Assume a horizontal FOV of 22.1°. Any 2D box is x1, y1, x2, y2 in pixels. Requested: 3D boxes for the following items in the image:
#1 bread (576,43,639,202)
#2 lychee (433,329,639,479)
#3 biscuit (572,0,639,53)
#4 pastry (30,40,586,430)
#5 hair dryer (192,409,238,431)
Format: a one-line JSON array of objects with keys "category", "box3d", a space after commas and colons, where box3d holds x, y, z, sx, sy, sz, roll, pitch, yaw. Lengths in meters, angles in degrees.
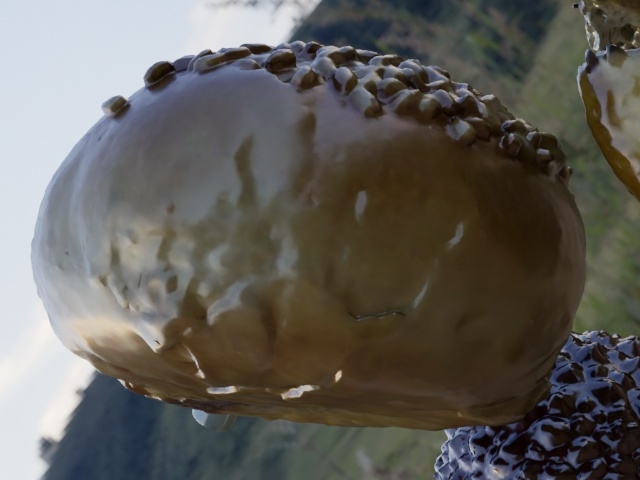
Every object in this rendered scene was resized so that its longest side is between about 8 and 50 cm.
[{"category": "bread", "box3d": [0.328, -0.064, 0.975, 0.340, 0.179, 0.194, -16, -6, 20]}, {"category": "lychee", "box3d": [0.226, 0.201, 1.363, 0.264, 0.264, 0.300, -49, 17, -11]}, {"category": "biscuit", "box3d": [0.298, -0.198, 1.519, 0.118, 0.061, 0.183, -60, -38, -19]}, {"category": "pastry", "box3d": [0.000, 0.000, 1.153, 0.409, 0.410, 0.245, 101, 178, -77]}, {"category": "hair dryer", "box3d": [-0.131, 0.069, 1.646, 0.092, 0.267, 0.229, -25, -54, -58]}]
